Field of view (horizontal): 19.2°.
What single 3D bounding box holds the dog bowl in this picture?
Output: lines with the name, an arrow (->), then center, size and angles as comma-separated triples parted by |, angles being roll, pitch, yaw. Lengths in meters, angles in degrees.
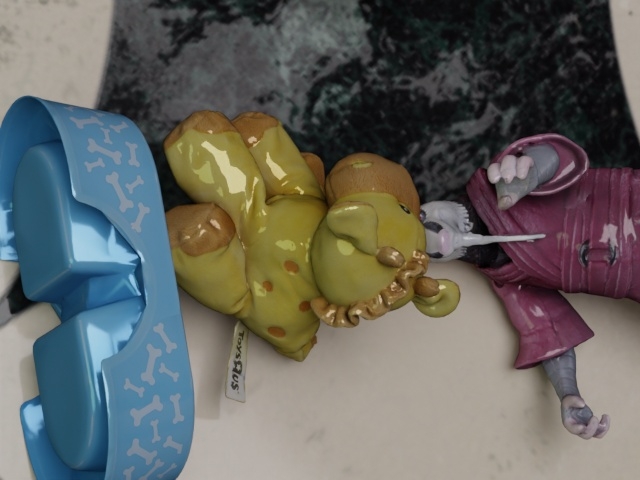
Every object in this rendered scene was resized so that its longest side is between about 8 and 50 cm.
dog bowl -> -0.159, 0.043, 1.322 | 0.074, 0.166, 0.297 | -5, 78, -29

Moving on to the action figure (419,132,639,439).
action figure -> 0.223, -0.019, 1.431 | 0.370, 0.248, 0.275 | 6, 38, 9

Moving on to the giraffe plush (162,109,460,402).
giraffe plush -> 0.000, 0.000, 1.337 | 0.181, 0.170, 0.210 | 1, 79, -52
